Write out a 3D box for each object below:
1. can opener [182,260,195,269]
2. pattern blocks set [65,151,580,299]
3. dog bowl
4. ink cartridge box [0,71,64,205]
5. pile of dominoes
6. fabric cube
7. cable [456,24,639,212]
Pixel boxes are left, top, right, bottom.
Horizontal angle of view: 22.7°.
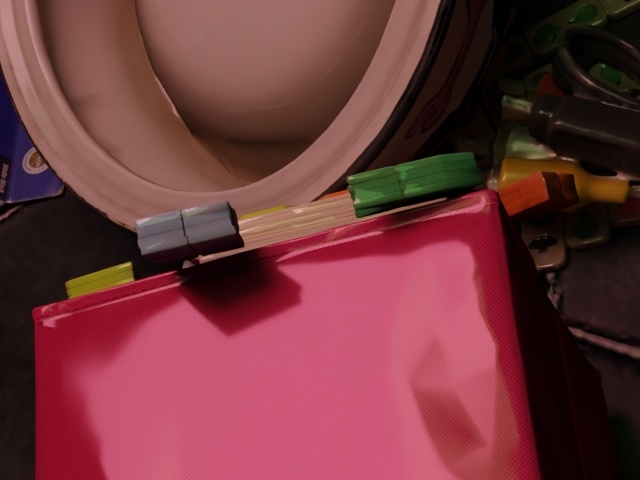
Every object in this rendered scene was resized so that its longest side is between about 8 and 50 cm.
[{"bbox_3d":[-0.084,0.124,1.033,0.093,0.074,0.280,1,60,27],"label":"can opener"},{"bbox_3d":[0.000,0.000,0.890,0.286,0.325,0.026,-12,82,-9],"label":"pattern blocks set"},{"bbox_3d":[-0.038,-0.199,1.077,0.408,0.150,0.407,-1,89,37],"label":"dog bowl"},{"bbox_3d":[-0.308,-0.114,1.325,0.224,0.045,0.223,-12,54,19],"label":"ink cartridge box"},{"bbox_3d":[0.208,-0.107,1.060,0.251,0.040,0.196,-28,50,9],"label":"pile of dominoes"},{"bbox_3d":[0.021,0.168,0.813,0.254,0.259,0.258,-16,59,16],"label":"fabric cube"},{"bbox_3d":[0.229,-0.047,0.992,0.287,0.072,0.139,20,56,14],"label":"cable"}]
